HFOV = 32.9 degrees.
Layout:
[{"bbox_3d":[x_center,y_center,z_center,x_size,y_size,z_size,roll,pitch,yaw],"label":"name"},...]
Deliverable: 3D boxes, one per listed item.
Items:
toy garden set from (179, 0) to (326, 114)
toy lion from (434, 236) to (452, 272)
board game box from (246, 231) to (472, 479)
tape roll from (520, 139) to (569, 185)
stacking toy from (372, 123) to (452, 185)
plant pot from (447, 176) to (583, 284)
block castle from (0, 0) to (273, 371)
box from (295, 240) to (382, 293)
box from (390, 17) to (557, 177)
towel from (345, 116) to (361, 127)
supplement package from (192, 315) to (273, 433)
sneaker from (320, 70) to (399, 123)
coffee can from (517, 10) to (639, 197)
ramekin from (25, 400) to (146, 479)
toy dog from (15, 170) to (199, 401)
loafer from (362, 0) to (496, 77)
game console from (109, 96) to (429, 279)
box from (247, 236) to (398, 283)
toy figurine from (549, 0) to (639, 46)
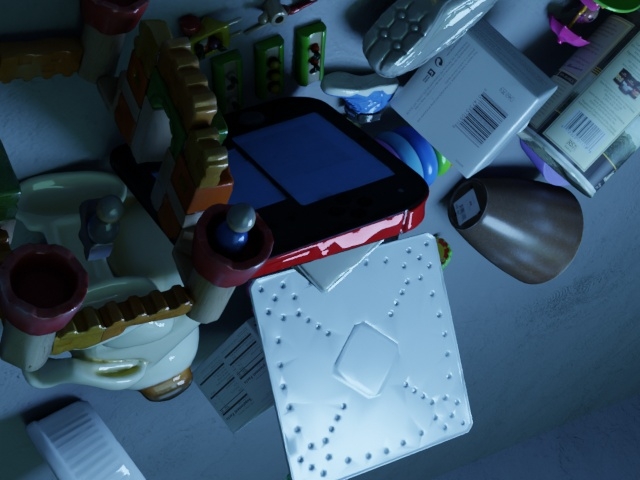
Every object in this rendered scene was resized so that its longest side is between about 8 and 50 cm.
[{"bbox_3d":[-0.095,-0.256,1.539,0.244,0.049,0.203,-22,150,-16],"label":"toy garden set"},{"bbox_3d":[0.232,0.044,2.273,0.096,0.100,0.034,-18,153,16],"label":"toy lion"},{"bbox_3d":[0.075,0.215,1.972,0.390,0.389,0.050,-15,-174,-27],"label":"board game box"},{"bbox_3d":[0.532,-0.231,2.128,0.275,0.090,0.274,-24,150,-15],"label":"tape roll"},{"bbox_3d":[0.191,-0.157,1.867,0.330,0.141,0.141,-28,153,-25],"label":"stacking toy"},{"bbox_3d":[0.373,-0.041,2.189,0.230,0.215,0.215,18,127,-37],"label":"plant pot"},{"bbox_3d":[-0.265,-0.109,1.201,0.303,0.453,0.213,-13,153,-30],"label":"block castle"},{"bbox_3d":[-0.005,-0.022,1.727,0.148,0.121,0.311,-43,-170,-5],"label":"box"},{"bbox_3d":[0.245,-0.232,1.732,0.181,0.182,0.119,-50,170,30],"label":"box"},{"bbox_3d":[-0.007,-0.163,1.792,0.148,0.027,0.110,-7,144,-39],"label":"towel"},{"bbox_3d":[-0.082,0.222,2.104,0.204,0.145,0.262,-45,169,35],"label":"supplement package"},{"bbox_3d":[0.053,-0.222,1.723,0.152,0.058,0.084,-12,138,-42],"label":"sneaker"},{"bbox_3d":[0.493,-0.241,1.888,0.275,0.201,0.201,-47,149,7],"label":"coffee can"},{"bbox_3d":[-0.440,0.431,2.092,0.127,0.273,0.273,-37,153,-15],"label":"ramekin"},{"bbox_3d":[-0.292,0.087,1.693,0.395,0.284,0.408,-22,155,-22],"label":"toy dog"},{"bbox_3d":[0.196,-0.364,1.601,0.319,0.112,0.111,-39,170,10],"label":"loafer"},{"bbox_3d":[-0.074,-0.085,1.499,0.342,0.386,0.060,-15,124,-24],"label":"game console"},{"bbox_3d":[0.000,0.000,1.993,0.290,0.087,0.169,-24,151,-13],"label":"box"},{"bbox_3d":[0.451,-0.397,1.804,0.173,0.130,0.159,-43,175,-32],"label":"toy figurine"}]
